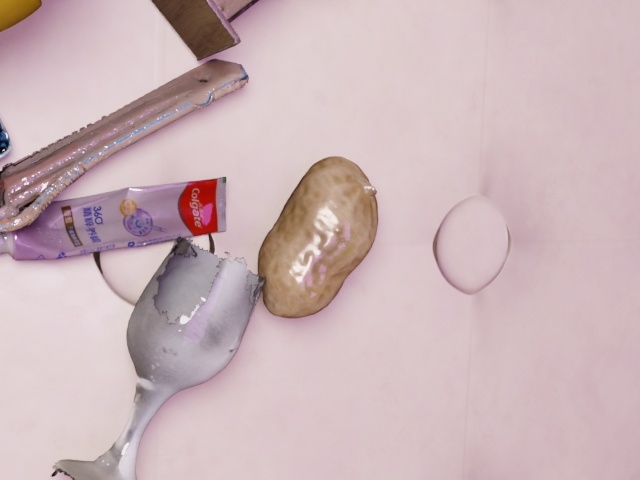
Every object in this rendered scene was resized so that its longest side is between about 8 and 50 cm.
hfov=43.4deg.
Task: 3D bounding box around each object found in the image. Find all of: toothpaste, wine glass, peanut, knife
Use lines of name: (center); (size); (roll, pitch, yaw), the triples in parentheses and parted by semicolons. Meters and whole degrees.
toothpaste: (-0.246, -0.021, 0.940); (0.301, 0.048, 0.075); (-12, 97, -30)
wine glass: (-0.182, 0.154, 0.945); (0.143, 0.143, 0.321); (28, 79, -28)
peanut: (0.000, 0.000, 1.032); (0.129, 0.129, 0.224); (31, 83, -28)
knife: (-0.233, -0.115, 0.925); (0.365, 0.089, 0.043); (-35, 155, -24)

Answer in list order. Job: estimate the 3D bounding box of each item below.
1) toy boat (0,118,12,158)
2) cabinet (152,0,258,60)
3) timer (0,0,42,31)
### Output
toy boat: (-0.379, -0.142, 0.842); (0.060, 0.061, 0.137); (-37, 110, -21)
cabinet: (-0.123, -0.347, 0.914); (0.175, 0.148, 0.215); (-44, 110, -17)
timer: (-0.382, -0.300, 0.642); (0.387, 0.376, 0.376); (-42, 114, -1)
